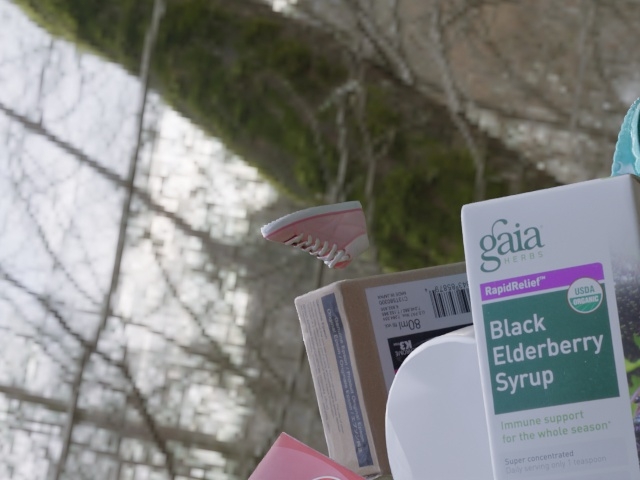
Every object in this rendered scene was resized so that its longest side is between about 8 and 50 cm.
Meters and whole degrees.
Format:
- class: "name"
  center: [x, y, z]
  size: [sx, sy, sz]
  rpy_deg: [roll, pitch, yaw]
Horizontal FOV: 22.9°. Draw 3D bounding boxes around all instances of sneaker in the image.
- class: "sneaker"
  center: [0.000, 0.000, 1.745]
  size: [0.051, 0.134, 0.070]
  rpy_deg: [-25, 79, 51]

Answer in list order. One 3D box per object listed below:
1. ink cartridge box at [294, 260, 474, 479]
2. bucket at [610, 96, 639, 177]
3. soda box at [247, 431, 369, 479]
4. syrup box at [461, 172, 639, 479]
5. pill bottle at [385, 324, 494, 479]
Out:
- class: "ink cartridge box"
  center: [0.109, 0.125, 1.582]
  size: [0.088, 0.235, 0.193]
  rpy_deg: [-25, 77, 54]
- class: "bucket"
  center: [0.412, -0.031, 1.593]
  size: [0.281, 0.183, 0.281]
  rpy_deg: [-7, -83, -62]
- class: "soda box"
  center: [0.047, 0.238, 1.188]
  size: [0.083, 0.263, 0.092]
  rpy_deg: [-54, -51, -13]
- class: "syrup box"
  center: [0.141, 0.092, 0.811]
  size: [0.096, 0.093, 0.237]
  rpy_deg: [19, -117, -63]
- class: "pill bottle"
  center: [0.252, 0.099, 1.105]
  size: [0.408, 0.229, 0.229]
  rpy_deg: [-16, -55, -37]
